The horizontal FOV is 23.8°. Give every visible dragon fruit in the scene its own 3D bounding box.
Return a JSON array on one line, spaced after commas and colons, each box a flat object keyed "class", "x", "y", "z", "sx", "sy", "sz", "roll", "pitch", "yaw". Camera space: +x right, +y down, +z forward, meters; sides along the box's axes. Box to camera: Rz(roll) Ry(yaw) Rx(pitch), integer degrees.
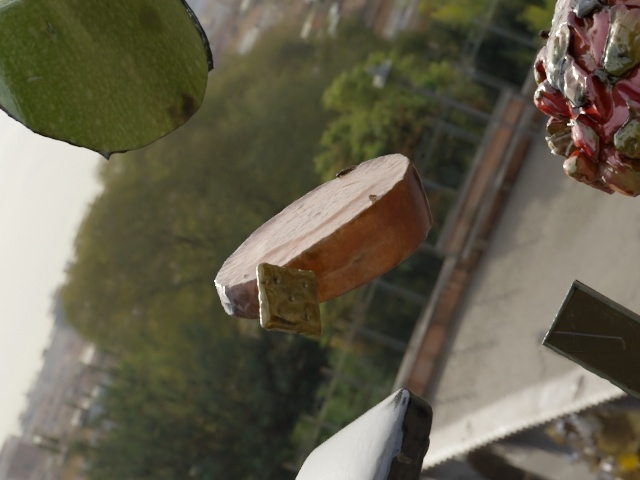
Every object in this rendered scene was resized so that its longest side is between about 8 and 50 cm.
[{"class": "dragon fruit", "x": 0.357, "y": -0.153, "z": 1.519, "sx": 0.314, "sy": 0.296, "sz": 0.263, "roll": 24, "pitch": -97, "yaw": -84}]

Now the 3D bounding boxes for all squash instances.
[{"class": "squash", "x": -0.168, "y": -0.166, "z": 1.173, "sx": 0.192, "sy": 0.184, "sz": 0.085, "roll": -40, "pitch": -12, "yaw": -28}]

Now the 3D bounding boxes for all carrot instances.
[{"class": "carrot", "x": 0.000, "y": 0.000, "z": 1.939, "sx": 0.307, "sy": 0.100, "sz": 0.258, "roll": -31, "pitch": 14, "yaw": -23}]

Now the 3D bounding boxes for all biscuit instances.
[{"class": "biscuit", "x": -0.034, "y": 0.067, "z": 1.723, "sx": 0.018, "sy": 0.083, "sz": 0.081, "roll": -31, "pitch": 56, "yaw": 46}]

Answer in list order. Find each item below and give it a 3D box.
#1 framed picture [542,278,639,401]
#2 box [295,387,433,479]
[{"class": "framed picture", "x": 0.361, "y": 0.126, "z": 1.897, "sx": 0.011, "sy": 0.149, "sz": 0.109, "roll": -42, "pitch": -21, "yaw": -52}, {"class": "box", "x": 0.018, "y": 0.321, "z": 1.603, "sx": 0.289, "sy": 0.073, "sz": 0.290, "roll": -45, "pitch": 22, "yaw": 57}]
